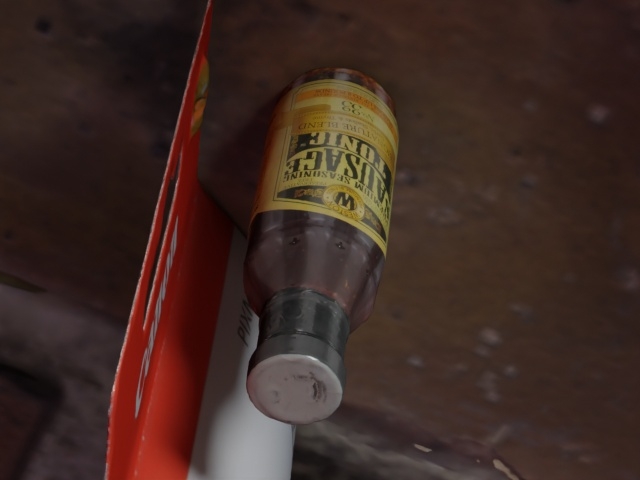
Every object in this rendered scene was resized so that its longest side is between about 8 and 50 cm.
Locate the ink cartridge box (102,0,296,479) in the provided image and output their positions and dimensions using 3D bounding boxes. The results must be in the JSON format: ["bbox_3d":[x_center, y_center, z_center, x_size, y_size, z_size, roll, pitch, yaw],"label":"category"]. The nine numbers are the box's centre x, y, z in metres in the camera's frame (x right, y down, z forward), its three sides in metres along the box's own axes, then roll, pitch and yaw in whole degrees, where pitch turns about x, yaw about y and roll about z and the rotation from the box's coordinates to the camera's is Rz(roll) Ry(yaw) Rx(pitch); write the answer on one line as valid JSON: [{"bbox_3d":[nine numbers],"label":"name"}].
[{"bbox_3d":[-0.031,0.071,0.592,0.066,0.189,0.232,12,129,-4],"label":"ink cartridge box"}]

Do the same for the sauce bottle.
[{"bbox_3d":[0.000,0.000,0.569,0.042,0.128,0.042,2,130,3],"label":"sauce bottle"}]
